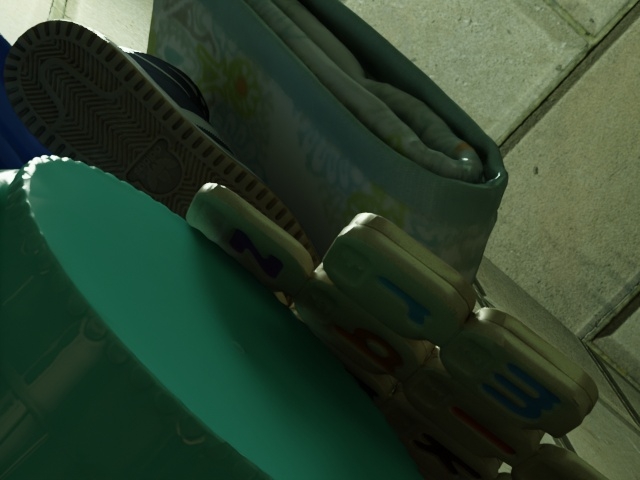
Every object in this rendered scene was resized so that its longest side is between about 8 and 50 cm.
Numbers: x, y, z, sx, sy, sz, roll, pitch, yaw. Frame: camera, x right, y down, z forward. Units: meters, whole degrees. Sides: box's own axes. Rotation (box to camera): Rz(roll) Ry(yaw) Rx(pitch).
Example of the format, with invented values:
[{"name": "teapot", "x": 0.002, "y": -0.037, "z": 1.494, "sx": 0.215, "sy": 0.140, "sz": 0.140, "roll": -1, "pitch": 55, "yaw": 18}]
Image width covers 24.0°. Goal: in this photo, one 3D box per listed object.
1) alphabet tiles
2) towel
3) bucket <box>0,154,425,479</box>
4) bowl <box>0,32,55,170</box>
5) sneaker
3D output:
[{"name": "alphabet tiles", "x": 0.035, "y": 0.082, "z": 0.797, "sx": 0.278, "sy": 0.021, "sz": 0.284, "roll": 38, "pitch": -27, "yaw": 2}, {"name": "towel", "x": -0.027, "y": -0.020, "z": 1.086, "sx": 0.090, "sy": 0.320, "sz": 0.374, "roll": -13, "pitch": 44, "yaw": -30}, {"name": "bucket", "x": -0.095, "y": 0.107, "z": 0.656, "sx": 0.281, "sy": 0.183, "sz": 0.281, "roll": 42, "pitch": 9, "yaw": -8}, {"name": "bowl", "x": -0.210, "y": -0.044, "z": 0.950, "sx": 0.391, "sy": 0.077, "sz": 0.391, "roll": 52, "pitch": 4, "yaw": -5}, {"name": "sneaker", "x": -0.082, "y": -0.025, "z": 0.987, "sx": 0.282, "sy": 0.099, "sz": 0.153, "roll": 50, "pitch": 5, "yaw": 1}]
